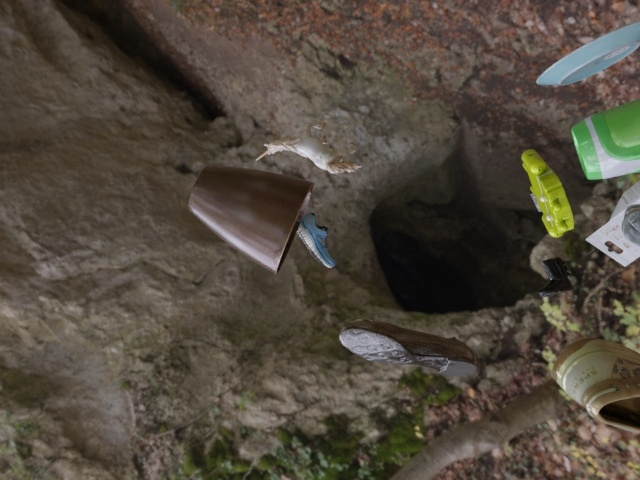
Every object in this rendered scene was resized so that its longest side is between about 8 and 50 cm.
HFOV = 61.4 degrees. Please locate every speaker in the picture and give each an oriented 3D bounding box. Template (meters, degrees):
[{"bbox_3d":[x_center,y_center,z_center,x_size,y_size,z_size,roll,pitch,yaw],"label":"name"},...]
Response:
[{"bbox_3d":[0.625,-0.208,0.975,0.131,0.296,0.131,46,-145,-46],"label":"speaker"}]

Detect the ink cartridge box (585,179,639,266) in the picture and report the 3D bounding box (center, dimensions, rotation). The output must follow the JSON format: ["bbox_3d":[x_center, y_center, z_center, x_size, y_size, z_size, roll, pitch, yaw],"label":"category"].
[{"bbox_3d":[0.848,-0.053,1.434,0.189,0.232,0.066,28,-140,-23],"label":"ink cartridge box"}]

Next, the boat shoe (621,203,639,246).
[{"bbox_3d":[0.833,0.000,1.180,0.320,0.103,0.118,21,122,21],"label":"boat shoe"}]

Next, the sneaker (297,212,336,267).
[{"bbox_3d":[0.000,0.000,1.349,0.162,0.073,0.063,57,169,-25],"label":"sneaker"}]

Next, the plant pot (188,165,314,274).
[{"bbox_3d":[-0.160,-0.069,1.175,0.230,0.216,0.215,22,172,0],"label":"plant pot"}]

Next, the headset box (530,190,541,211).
[{"bbox_3d":[0.688,-0.128,1.649,0.062,0.032,0.083,-15,125,38],"label":"headset box"}]

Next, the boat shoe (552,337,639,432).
[{"bbox_3d":[0.411,0.195,0.625,0.284,0.105,0.089,12,-154,-9],"label":"boat shoe"}]

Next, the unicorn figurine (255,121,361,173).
[{"bbox_3d":[-0.016,-0.157,0.915,0.161,0.111,0.060,26,130,33],"label":"unicorn figurine"}]

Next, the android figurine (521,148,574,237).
[{"bbox_3d":[0.613,-0.123,1.460,0.248,0.056,0.273,61,-162,-28],"label":"android figurine"}]

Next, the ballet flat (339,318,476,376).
[{"bbox_3d":[0.150,0.173,0.911,0.084,0.249,0.058,117,163,-48],"label":"ballet flat"}]

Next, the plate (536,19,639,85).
[{"bbox_3d":[0.447,-0.295,0.876,0.188,0.188,0.024,115,134,-82],"label":"plate"}]

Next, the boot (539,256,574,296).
[{"bbox_3d":[0.648,0.102,1.511,0.045,0.121,0.099,125,133,-62],"label":"boot"}]
